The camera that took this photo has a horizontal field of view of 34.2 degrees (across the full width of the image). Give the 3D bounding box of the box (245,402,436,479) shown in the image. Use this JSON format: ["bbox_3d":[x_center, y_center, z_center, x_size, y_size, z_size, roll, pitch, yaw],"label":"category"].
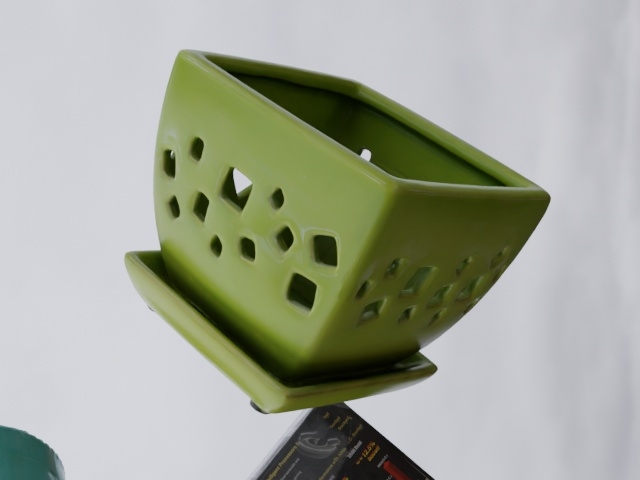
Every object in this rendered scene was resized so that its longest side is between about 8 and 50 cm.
[{"bbox_3d":[-0.002,0.343,1.042,0.307,0.242,0.076,-50,1,-16],"label":"box"}]

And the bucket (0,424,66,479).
[{"bbox_3d":[-0.409,0.355,1.193,0.183,0.281,0.281,-111,-3,-46],"label":"bucket"}]

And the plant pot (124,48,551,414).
[{"bbox_3d":[0.000,0.000,0.800,0.228,0.227,0.207,1,-60,-52],"label":"plant pot"}]
